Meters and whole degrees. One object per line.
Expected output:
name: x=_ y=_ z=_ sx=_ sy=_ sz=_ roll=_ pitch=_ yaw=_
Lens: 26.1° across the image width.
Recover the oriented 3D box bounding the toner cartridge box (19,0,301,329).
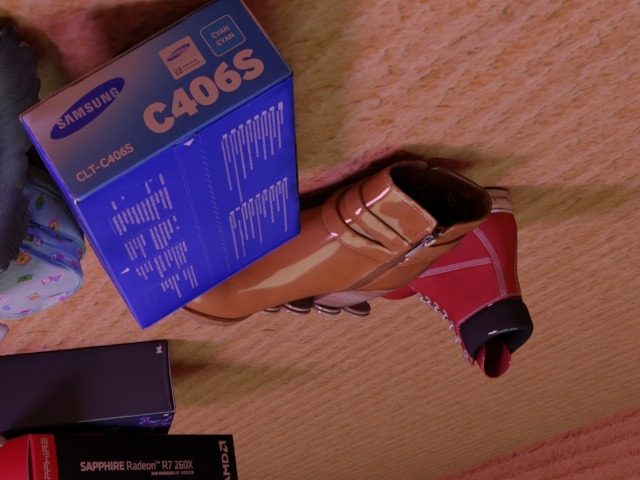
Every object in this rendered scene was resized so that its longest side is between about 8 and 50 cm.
toner cartridge box: x=-0.103 y=-0.043 z=1.033 sx=0.165 sy=0.075 sz=0.348 roll=-33 pitch=166 yaw=-10

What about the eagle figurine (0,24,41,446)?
eagle figurine: x=-0.294 y=-0.001 z=0.906 sx=0.225 sy=0.298 sz=0.226 roll=-5 pitch=-173 yaw=44

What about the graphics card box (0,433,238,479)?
graphics card box: x=-0.314 y=0.318 z=1.834 sx=0.233 sy=0.094 sz=0.371 roll=-20 pitch=161 yaw=36

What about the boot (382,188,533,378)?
boot: x=0.131 y=0.069 z=1.437 sx=0.088 sy=0.176 sz=0.244 roll=-2 pitch=163 yaw=-26

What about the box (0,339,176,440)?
box: x=-0.329 y=0.210 z=1.805 sx=0.261 sy=0.103 sz=0.184 roll=-5 pitch=160 yaw=-11

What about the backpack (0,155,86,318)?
backpack: x=-0.267 y=-0.009 z=1.087 sx=0.152 sy=0.115 sz=0.182 roll=-15 pitch=160 yaw=22

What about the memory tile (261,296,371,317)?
memory tile: x=-0.028 y=0.046 z=1.428 sx=0.148 sy=0.113 sz=0.012 roll=4 pitch=118 yaw=-34

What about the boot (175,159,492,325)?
boot: x=0.000 y=0.000 z=1.270 sx=0.283 sy=0.109 sz=0.220 roll=9 pitch=153 yaw=-34
